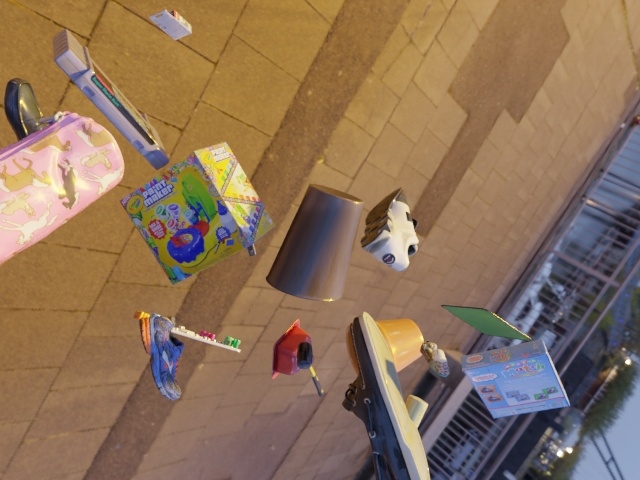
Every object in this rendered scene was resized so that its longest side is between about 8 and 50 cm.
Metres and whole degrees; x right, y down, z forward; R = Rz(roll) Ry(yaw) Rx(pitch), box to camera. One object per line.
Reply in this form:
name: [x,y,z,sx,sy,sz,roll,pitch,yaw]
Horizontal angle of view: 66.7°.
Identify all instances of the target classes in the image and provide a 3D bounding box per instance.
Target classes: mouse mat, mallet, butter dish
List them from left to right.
butter dish: [-0.075,0.364,1.561,0.160,0.118,0.159,-41,143,-51]
mallet: [-0.021,0.343,1.231,0.039,0.062,0.189,-11,121,9]
mouse mat: [0.410,0.204,1.210,0.190,0.153,0.007,33,71,-25]

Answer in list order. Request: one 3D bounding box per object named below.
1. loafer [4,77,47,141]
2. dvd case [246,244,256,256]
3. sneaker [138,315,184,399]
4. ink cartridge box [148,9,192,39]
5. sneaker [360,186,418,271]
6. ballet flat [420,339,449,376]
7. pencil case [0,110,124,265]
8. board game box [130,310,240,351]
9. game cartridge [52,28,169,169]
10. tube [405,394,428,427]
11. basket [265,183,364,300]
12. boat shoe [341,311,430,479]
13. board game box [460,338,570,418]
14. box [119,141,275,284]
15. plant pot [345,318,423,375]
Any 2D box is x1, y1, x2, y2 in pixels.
loafer: [-0.631,-0.242,1.073,0.076,0.079,0.223,-63,161,-59]
dvd case: [-0.291,-0.084,1.727,0.030,0.179,0.238,-21,130,-14]
sneaker: [-0.360,0.276,1.147,0.087,0.083,0.221,-15,108,-18]
ink cartridge box: [-0.425,-0.619,1.376,0.115,0.063,0.029,26,55,-65]
sneaker: [0.206,-0.027,1.351,0.122,0.146,0.330,-38,-165,34]
ballet flat: [0.236,0.238,1.005,0.041,0.114,0.041,-2,103,-9]
pencil case: [-0.528,-0.071,0.824,0.167,0.160,0.386,50,52,-13]
board game box: [-0.574,0.380,2.058,0.390,0.390,0.050,24,73,-27]
game cartridge: [-0.535,-0.361,1.263,0.068,0.230,0.355,-39,133,-4]
tube: [0.234,0.569,1.406,0.070,0.062,0.240,27,84,-17]
basket: [0.000,0.000,1.081,0.205,0.154,0.226,5,108,-45]
boat shoe: [0.099,0.309,0.913,0.113,0.339,0.127,-20,180,17]
board game box: [0.401,0.290,0.996,0.160,0.039,0.211,-19,129,23]
box: [-0.337,-0.075,1.356,0.290,0.279,0.177,-27,-171,24]
plant pot: [0.209,0.329,1.513,0.188,0.205,0.205,-14,132,-23]
